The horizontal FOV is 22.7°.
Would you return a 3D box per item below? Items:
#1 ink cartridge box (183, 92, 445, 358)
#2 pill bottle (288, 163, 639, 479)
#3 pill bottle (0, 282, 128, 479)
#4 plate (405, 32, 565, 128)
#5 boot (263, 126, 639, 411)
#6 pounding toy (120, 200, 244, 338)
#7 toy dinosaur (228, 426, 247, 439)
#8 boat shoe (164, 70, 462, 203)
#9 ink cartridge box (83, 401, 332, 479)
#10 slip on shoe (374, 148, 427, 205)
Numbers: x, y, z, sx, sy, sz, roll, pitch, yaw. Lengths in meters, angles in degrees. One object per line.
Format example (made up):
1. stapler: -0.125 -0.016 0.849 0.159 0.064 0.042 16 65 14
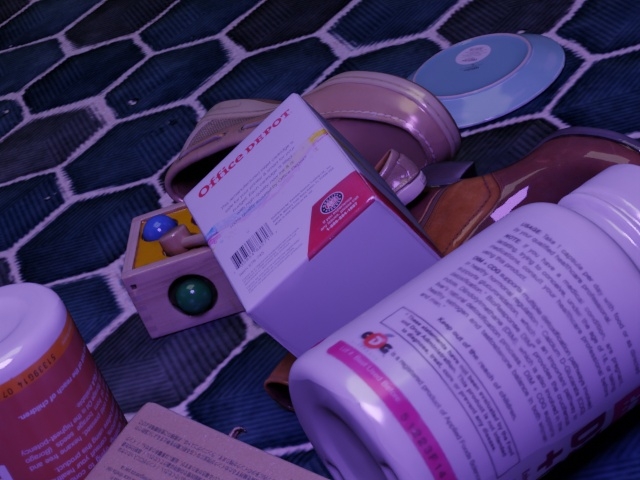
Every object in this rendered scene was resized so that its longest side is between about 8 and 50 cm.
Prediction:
1. ink cartridge box: 0.000 0.000 1.210 0.128 0.127 0.176 -43 37 7
2. pill bottle: 0.134 0.074 1.089 0.283 0.160 0.160 -34 30 -18
3. pill bottle: -0.198 0.148 1.145 0.121 0.216 0.121 -18 28 10
4. plate: 0.158 -0.171 1.633 0.188 0.024 0.188 -18 29 11
5. boot: 0.116 0.027 1.253 0.264 0.096 0.280 0 37 35
6. pounding toy: -0.110 0.011 1.434 0.130 0.100 0.141 -18 29 10
7. toy dinosaur: -0.073 0.197 1.165 0.092 0.053 0.183 -36 38 2
8. boat shoe: -0.013 -0.074 1.506 0.341 0.122 0.110 -5 36 48
9. ink cartridge box: -0.082 0.226 1.023 0.234 0.088 0.193 16 62 48
10. slip on shoe: 0.027 -0.022 1.334 0.135 0.041 0.051 -38 17 17
